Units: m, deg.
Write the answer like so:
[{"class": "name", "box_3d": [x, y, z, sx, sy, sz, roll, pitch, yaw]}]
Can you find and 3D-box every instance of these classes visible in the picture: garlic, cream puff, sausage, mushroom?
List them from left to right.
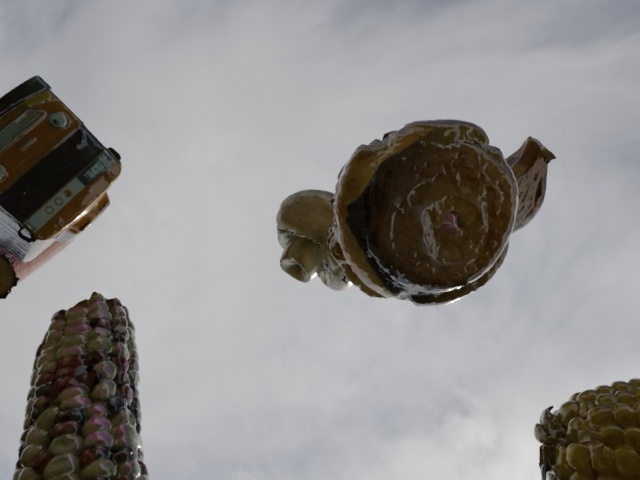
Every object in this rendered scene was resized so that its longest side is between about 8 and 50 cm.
[{"class": "sausage", "box_3d": [-0.449, 0.005, 0.797, 0.083, 0.264, 0.083, -1, -72, -2]}, {"class": "mushroom", "box_3d": [0.000, 0.000, 0.662, 0.148, 0.148, 0.112, 25, -120, 22]}, {"class": "cream puff", "box_3d": [0.092, -0.023, 0.493, 0.189, 0.129, 0.189, -2, -82, -13]}, {"class": "garlic", "box_3d": [0.235, -0.061, 0.729, 0.198, 0.129, 0.090, -21, -140, -11]}]

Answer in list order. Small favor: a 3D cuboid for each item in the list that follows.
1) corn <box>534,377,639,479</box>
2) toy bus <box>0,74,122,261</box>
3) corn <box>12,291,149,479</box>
[{"class": "corn", "box_3d": [0.289, 0.122, 0.294, 0.305, 0.106, 0.106, -15, -98, 23]}, {"class": "toy bus", "box_3d": [-0.254, -0.047, 0.442, 0.114, 0.098, 0.201, 46, -30, -20]}, {"class": "corn", "box_3d": [-0.155, 0.158, 0.323, 0.092, 0.092, 0.281, -33, -129, 18]}]
